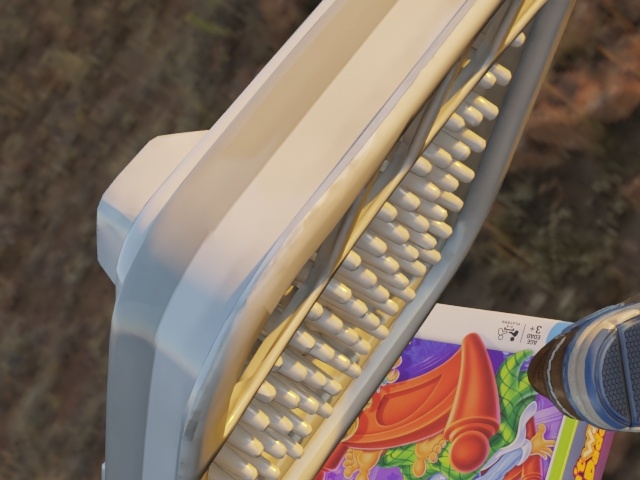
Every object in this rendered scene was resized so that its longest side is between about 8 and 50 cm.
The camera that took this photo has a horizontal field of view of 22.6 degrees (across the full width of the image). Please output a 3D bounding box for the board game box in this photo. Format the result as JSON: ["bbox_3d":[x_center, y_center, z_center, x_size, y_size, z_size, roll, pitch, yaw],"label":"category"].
[{"bbox_3d":[0.037,0.162,1.223,0.347,0.078,0.233,7,66,31],"label":"board game box"}]

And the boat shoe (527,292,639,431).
[{"bbox_3d":[0.171,0.038,0.692,0.066,0.183,0.066,1,96,63],"label":"boat shoe"}]

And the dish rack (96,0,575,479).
[{"bbox_3d":[0.000,0.000,0.621,0.285,0.072,0.333,-53,-13,-29],"label":"dish rack"}]
